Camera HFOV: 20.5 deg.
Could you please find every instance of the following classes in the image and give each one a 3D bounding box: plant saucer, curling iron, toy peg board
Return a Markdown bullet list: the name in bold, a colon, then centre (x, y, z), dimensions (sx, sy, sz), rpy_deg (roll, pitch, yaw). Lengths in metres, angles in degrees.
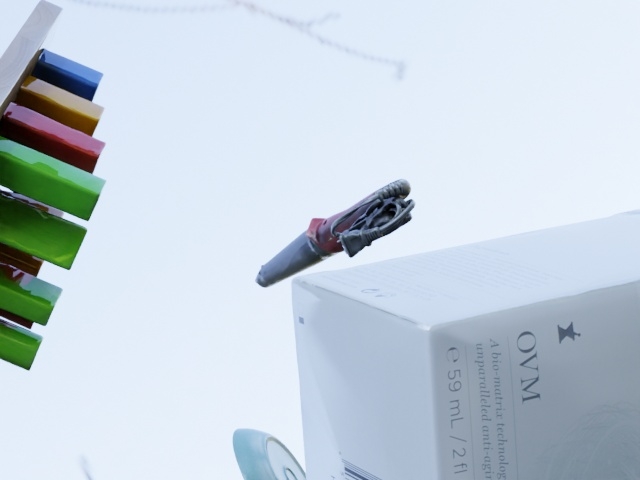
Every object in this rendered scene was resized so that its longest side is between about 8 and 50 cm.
- **plant saucer**: centre (-0.031, 0.203, 1.472), dimensions (0.021, 0.119, 0.119), rpy_deg (-32, -23, 11)
- **curling iron**: centre (0.000, 0.000, 1.376), dimensions (0.068, 0.035, 0.274), rpy_deg (-33, 3, -24)
- **toy peg board**: centre (-0.161, -0.019, 0.964), dimensions (0.160, 0.079, 0.161), rpy_deg (-75, 10, -59)

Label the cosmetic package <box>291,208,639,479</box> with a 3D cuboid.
- **cosmetic package**: centre (0.121, 0.117, 0.908), dimensions (0.224, 0.138, 0.224), rpy_deg (-12, -76, -28)
